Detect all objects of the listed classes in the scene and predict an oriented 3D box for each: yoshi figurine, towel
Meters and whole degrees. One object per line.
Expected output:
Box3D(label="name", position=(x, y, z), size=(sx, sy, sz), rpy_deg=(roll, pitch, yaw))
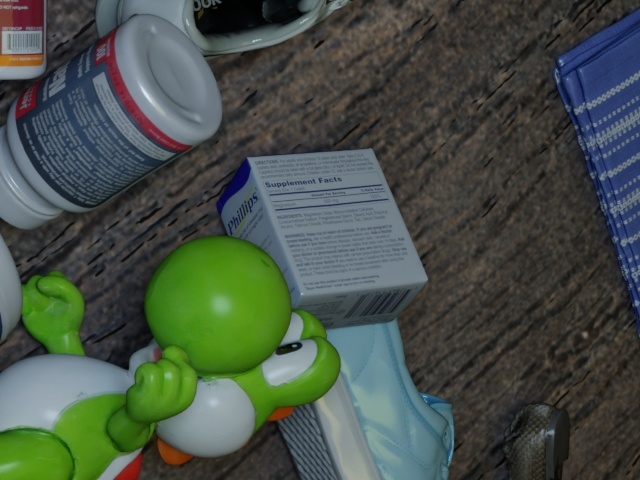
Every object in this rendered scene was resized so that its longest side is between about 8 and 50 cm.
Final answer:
Box3D(label="yoshi figurine", position=(-0.165, 0.096, 1.509), size=(0.362, 0.203, 0.203), rpy_deg=(-18, 76, -14))
Box3D(label="towel", position=(0.359, -0.077, 1.938), size=(0.243, 0.040, 0.336), rpy_deg=(-33, 116, -25))

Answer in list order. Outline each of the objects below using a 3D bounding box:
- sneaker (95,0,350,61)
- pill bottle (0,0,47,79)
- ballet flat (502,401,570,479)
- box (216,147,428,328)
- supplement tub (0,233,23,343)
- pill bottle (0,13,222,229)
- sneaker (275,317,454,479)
Box3D(label="sneaker", position=(-0.009, -0.224, 1.611), size=(0.330, 0.146, 0.122), rpy_deg=(-34, 113, -25))
Box3D(label="pill bottle", position=(-0.248, -0.199, 1.497), size=(0.086, 0.086, 0.152), rpy_deg=(-3, 100, -32))
Box3D(label="ballet flat", position=(0.196, 0.271, 1.883), size=(0.084, 0.058, 0.250), rpy_deg=(-31, 126, -63))
Box3D(label="box", position=(0.000, 0.000, 1.657), size=(0.126, 0.072, 0.137), rpy_deg=(-5, 61, -32))
Box3D(label="supplement tub", position=(-0.384, 0.074, 1.354), size=(0.316, 0.228, 0.228), rpy_deg=(-46, 119, -26))
Box3D(label="pill bottle", position=(-0.173, -0.083, 1.504), size=(0.108, 0.180, 0.108), rpy_deg=(40, 33, -33))
Box3D(label="sneaker", position=(0.071, 0.210, 1.742), size=(0.150, 0.135, 0.366), rpy_deg=(-27, 113, -22))
